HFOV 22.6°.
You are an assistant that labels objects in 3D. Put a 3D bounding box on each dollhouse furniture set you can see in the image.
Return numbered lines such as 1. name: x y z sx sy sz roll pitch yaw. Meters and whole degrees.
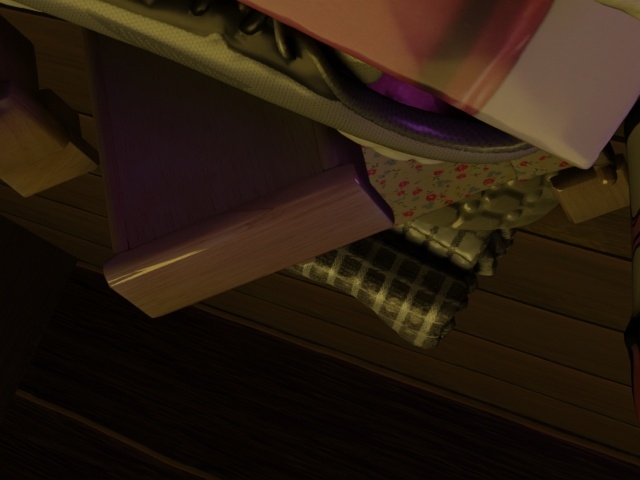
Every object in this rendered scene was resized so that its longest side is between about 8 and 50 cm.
1. dollhouse furniture set: 0.000 0.000 0.825 0.303 0.174 0.355 -20 150 15

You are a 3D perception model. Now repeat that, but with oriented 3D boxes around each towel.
1. towel: 0.016 -0.015 1.200 0.235 0.121 0.283 27 -179 8

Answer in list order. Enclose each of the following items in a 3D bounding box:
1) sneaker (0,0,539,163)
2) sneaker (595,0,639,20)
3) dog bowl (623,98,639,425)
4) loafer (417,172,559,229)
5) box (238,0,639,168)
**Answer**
1. sneaker: -0.029 -0.100 0.530 0.271 0.100 0.108 21 -174 -19
2. sneaker: 0.122 -0.136 0.267 0.129 0.111 0.297 29 144 -30
3. dog bowl: 0.322 0.055 0.712 0.408 0.150 0.408 15 172 2
4. loafer: 0.033 -0.094 0.979 0.319 0.112 0.111 23 -148 -37
5. box: 0.007 -0.149 0.419 0.232 0.149 0.127 25 -146 -7
